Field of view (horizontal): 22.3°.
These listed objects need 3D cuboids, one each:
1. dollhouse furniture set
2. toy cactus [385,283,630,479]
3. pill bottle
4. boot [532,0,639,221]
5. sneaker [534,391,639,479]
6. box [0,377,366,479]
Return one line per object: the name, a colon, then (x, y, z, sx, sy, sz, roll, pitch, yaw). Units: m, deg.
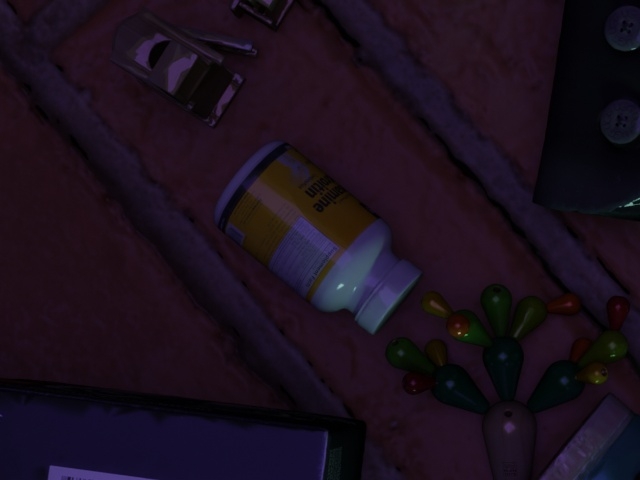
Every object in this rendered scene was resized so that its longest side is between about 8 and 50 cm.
dollhouse furniture set: (-0.113, -0.208, 1.476, 0.101, 0.182, 0.161, 32, 89, 9)
toy cactus: (0.172, 0.129, 1.459, 0.219, 0.112, 0.180, -5, 94, -2)
pill bottle: (0.000, 0.000, 1.482, 0.184, 0.103, 0.103, 39, 90, 9)
boot: (0.239, -0.243, 1.462, 0.367, 0.146, 0.445, 8, 102, 34)
sneaker: (0.207, 0.284, 1.422, 0.121, 0.108, 0.302, 38, 85, 9)
box: (-0.151, 0.219, 1.374, 0.343, 0.312, 0.178, 7, 85, 7)
